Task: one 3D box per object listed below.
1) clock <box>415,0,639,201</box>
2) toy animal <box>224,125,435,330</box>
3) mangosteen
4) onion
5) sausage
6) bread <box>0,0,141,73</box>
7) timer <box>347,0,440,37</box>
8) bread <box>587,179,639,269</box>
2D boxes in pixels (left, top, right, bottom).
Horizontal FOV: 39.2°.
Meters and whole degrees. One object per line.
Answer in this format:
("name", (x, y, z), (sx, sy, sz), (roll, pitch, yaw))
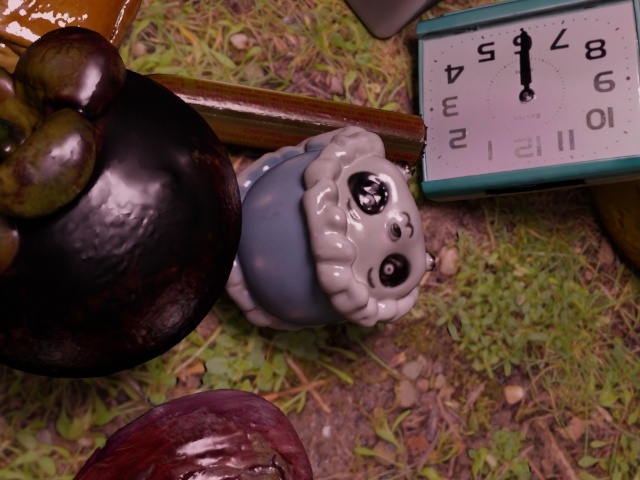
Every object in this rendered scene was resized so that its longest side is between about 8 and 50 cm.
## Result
("clock", (0.254, -0.166, 1.068), (0.116, 0.262, 0.231), (23, 63, -62))
("toy animal", (0.000, 0.000, 0.920), (0.156, 0.204, 0.208), (-25, 104, -49))
("mangosteen", (-0.214, -0.041, 0.798), (0.297, 0.297, 0.313), (-8, 123, -23))
("onion", (-0.130, 0.264, 0.851), (0.283, 0.120, 0.227), (-16, 77, -24))
("sausage", (-0.064, -0.133, 1.007), (0.372, 0.082, 0.082), (8, 74, -18))
("bread", (-0.301, -0.267, 0.911), (0.235, 0.099, 0.210), (29, 75, -23))
("timer", (0.114, -0.395, 1.077), (0.192, 0.195, 0.194), (-39, 91, -25))
("bread", (0.525, -0.106, 1.154), (0.398, 0.215, 0.398), (5, 75, -19))
